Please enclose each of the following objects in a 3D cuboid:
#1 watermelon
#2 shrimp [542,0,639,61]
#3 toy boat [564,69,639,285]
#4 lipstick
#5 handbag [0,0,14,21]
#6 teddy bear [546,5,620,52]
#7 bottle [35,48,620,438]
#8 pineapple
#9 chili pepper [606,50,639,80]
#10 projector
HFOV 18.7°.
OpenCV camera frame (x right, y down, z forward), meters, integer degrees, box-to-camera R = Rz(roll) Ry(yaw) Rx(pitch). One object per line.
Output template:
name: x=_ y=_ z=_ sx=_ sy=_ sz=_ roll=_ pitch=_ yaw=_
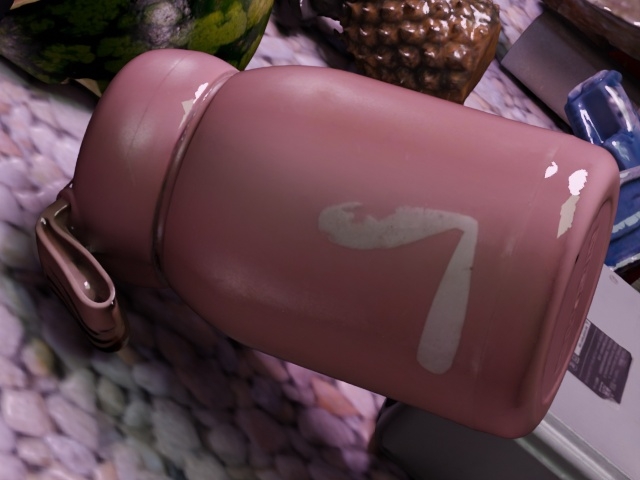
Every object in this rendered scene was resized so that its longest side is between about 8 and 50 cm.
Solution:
watermelon: x=-0.097 y=-0.155 z=1.346 sx=0.303 sy=0.159 sz=0.128 roll=-51 pitch=131 yaw=-60
shrimp: x=0.335 y=-0.206 z=1.688 sx=0.446 sy=0.110 sz=0.221 roll=25 pitch=35 yaw=5
toy boat: x=0.234 y=-0.056 z=1.539 sx=0.142 sy=0.129 sz=0.309 roll=56 pitch=41 yaw=-2
lipstick: x=0.275 y=-0.098 z=1.705 sx=0.253 sy=0.077 sz=0.079 roll=42 pitch=27 yaw=10
handbag: x=-0.208 y=-0.257 z=1.091 sx=0.122 sy=0.329 sz=0.303 roll=23 pitch=34 yaw=-36
teddy bear: x=0.330 y=-0.184 z=1.849 sx=0.251 sy=0.182 sz=0.129 roll=21 pitch=73 yaw=-7
bottle: x=0.000 y=0.000 z=1.095 sx=0.297 sy=0.173 sz=0.206 roll=19 pitch=58 yaw=13
pineapple: x=0.022 y=-0.196 z=1.525 sx=0.251 sy=0.125 sz=0.125 roll=31 pitch=29 yaw=2
chili pepper: x=0.362 y=-0.104 z=1.753 sx=0.253 sy=0.136 sz=0.144 roll=35 pitch=-8 yaw=0
projector: x=0.155 y=0.099 z=1.276 sx=0.192 sy=0.099 sz=0.256 roll=39 pitch=29 yaw=-3
